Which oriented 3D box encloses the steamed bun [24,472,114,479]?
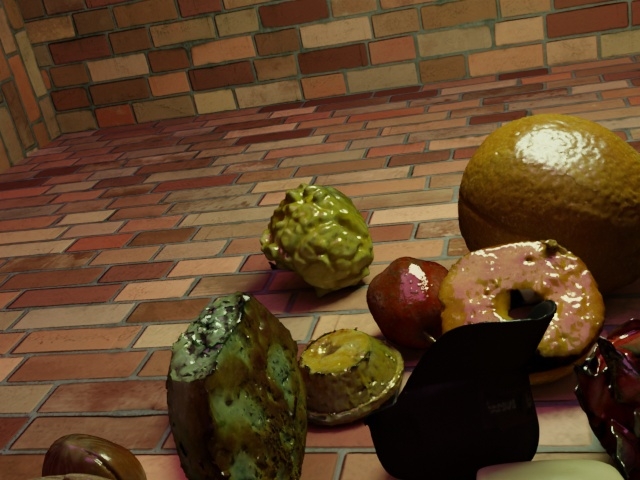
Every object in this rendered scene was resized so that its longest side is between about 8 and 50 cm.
[{"bbox_3d":[-0.252,0.380,0.845,0.301,0.252,0.199,5,18,27],"label":"steamed bun"}]

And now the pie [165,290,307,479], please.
[{"bbox_3d":[-0.095,0.237,1.008,0.103,0.288,0.355,-12,27,17],"label":"pie"}]

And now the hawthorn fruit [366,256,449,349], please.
[{"bbox_3d":[0.165,0.126,1.316,0.162,0.163,0.203,-10,36,4],"label":"hawthorn fruit"}]

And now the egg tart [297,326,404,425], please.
[{"bbox_3d":[0.033,0.210,1.255,0.212,0.090,0.212,-14,24,6],"label":"egg tart"}]

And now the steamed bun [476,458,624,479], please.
[{"bbox_3d":[0.245,0.329,0.767,0.200,0.155,0.250,-7,42,13],"label":"steamed bun"}]

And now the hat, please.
[{"bbox_3d":[0.202,0.235,0.933,0.238,0.336,0.209,-8,57,-33],"label":"hat"}]

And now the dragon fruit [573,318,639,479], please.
[{"bbox_3d":[0.413,0.203,0.937,0.193,0.192,0.274,0,7,8],"label":"dragon fruit"}]

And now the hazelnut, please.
[{"bbox_3d":[-0.315,0.335,1.069,0.150,0.150,0.150,-10,24,5],"label":"hazelnut"}]

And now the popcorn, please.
[{"bbox_3d":[-0.008,0.003,1.597,0.225,0.249,0.249,-43,26,3],"label":"popcorn"}]

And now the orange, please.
[{"bbox_3d":[0.430,-0.058,1.367,0.357,0.322,0.322,22,39,34],"label":"orange"}]

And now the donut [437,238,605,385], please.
[{"bbox_3d":[0.311,0.113,1.201,0.253,0.118,0.253,-5,58,8],"label":"donut"}]
